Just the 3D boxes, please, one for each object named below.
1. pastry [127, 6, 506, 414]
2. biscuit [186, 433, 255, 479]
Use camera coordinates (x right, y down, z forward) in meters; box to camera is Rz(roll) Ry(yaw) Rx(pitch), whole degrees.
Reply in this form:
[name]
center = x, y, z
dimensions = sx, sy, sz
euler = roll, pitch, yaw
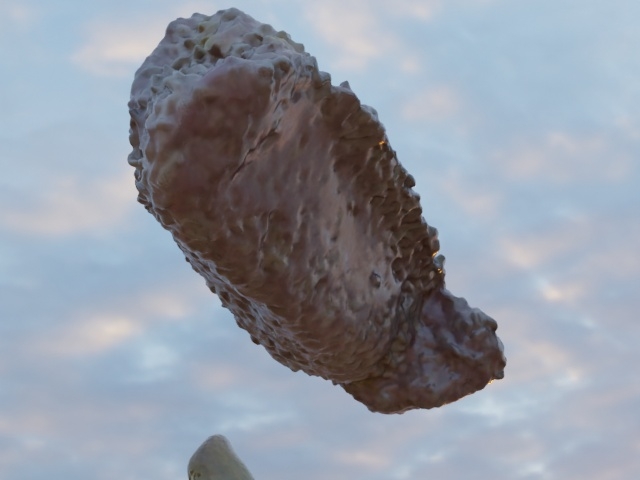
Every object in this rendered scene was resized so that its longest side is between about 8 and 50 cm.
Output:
[pastry]
center = -0.007, -0.003, 0.463
dimensions = 0.103, 0.112, 0.265
euler = -49, -45, -12
[biscuit]
center = -0.075, 0.298, 1.024
dimensions = 0.208, 0.164, 0.047
euler = 19, -43, 23
